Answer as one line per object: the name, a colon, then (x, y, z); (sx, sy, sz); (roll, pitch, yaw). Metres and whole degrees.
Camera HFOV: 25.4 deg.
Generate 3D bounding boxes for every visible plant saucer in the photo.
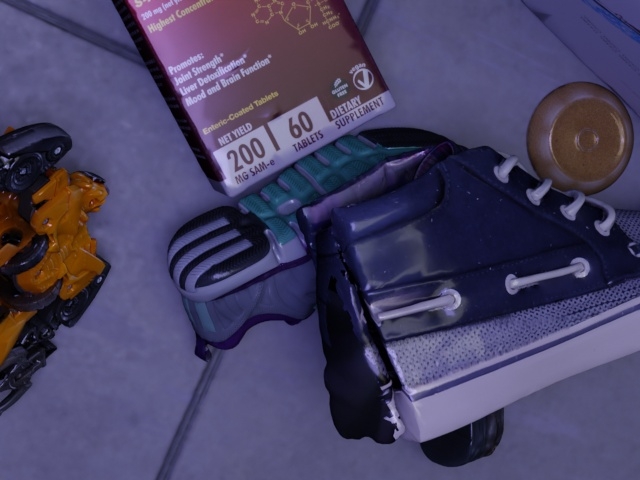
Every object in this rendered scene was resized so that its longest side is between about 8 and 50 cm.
plant saucer: (0.190, -0.073, 1.022); (0.083, 0.015, 0.083); (-1, 96, -12)

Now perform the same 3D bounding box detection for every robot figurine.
robot figurine: (-0.245, 0.047, 0.845); (0.085, 0.211, 0.291); (34, 63, 23)

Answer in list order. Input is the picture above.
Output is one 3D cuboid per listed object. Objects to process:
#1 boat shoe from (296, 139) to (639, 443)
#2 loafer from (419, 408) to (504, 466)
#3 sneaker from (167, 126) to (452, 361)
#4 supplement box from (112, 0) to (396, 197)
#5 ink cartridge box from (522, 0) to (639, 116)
boat shoe: (0.144, -0.003, 0.912); (0.340, 0.127, 0.158); (-22, 103, -26)
loafer: (0.099, 0.072, 1.002); (0.061, 0.062, 0.170); (3, 88, -52)
sneaker: (0.000, 0.000, 0.970); (0.223, 0.083, 0.098); (-24, 136, -19)
supplement box: (-0.065, -0.163, 0.926); (0.130, 0.073, 0.239); (-30, 100, -8)
ink cartridge box: (0.288, -0.181, 0.903); (0.197, 0.270, 0.198); (41, 86, -12)
